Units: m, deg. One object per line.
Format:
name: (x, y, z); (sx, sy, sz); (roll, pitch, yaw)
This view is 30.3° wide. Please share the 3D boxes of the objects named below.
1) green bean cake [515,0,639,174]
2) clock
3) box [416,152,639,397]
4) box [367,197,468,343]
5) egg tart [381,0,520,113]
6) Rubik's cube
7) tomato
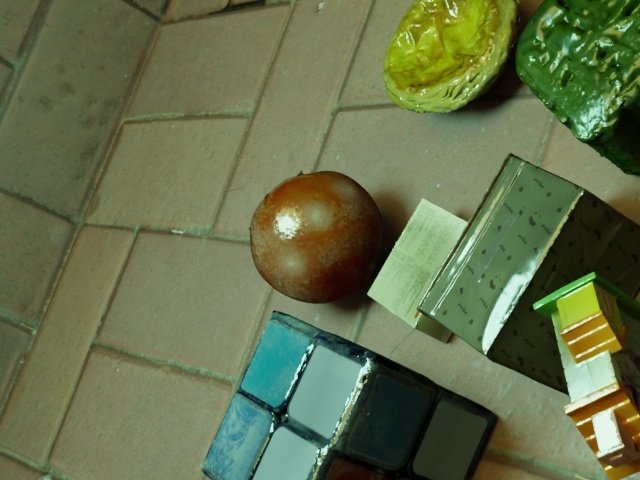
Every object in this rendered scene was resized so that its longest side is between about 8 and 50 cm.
green bean cake: (0.496, -0.311, 1.925); (0.319, 0.218, 0.335); (-53, 35, 13)
clock: (0.429, 0.208, 1.663); (0.106, 0.220, 0.255); (-34, 45, 31)
box: (0.346, 0.058, 1.857); (0.297, 0.225, 0.190); (-59, 35, 6)
box: (0.207, 0.053, 2.142); (0.212, 0.095, 0.168); (-60, 34, 4)
egg tart: (0.269, -0.375, 2.315); (0.341, 0.132, 0.341); (-28, 48, 36)
Rubik's cube: (0.041, 0.337, 1.973); (0.318, 0.316, 0.313); (19, 83, 55)
tomato: (0.000, 0.000, 2.298); (0.265, 0.265, 0.265); (-29, 47, 37)
